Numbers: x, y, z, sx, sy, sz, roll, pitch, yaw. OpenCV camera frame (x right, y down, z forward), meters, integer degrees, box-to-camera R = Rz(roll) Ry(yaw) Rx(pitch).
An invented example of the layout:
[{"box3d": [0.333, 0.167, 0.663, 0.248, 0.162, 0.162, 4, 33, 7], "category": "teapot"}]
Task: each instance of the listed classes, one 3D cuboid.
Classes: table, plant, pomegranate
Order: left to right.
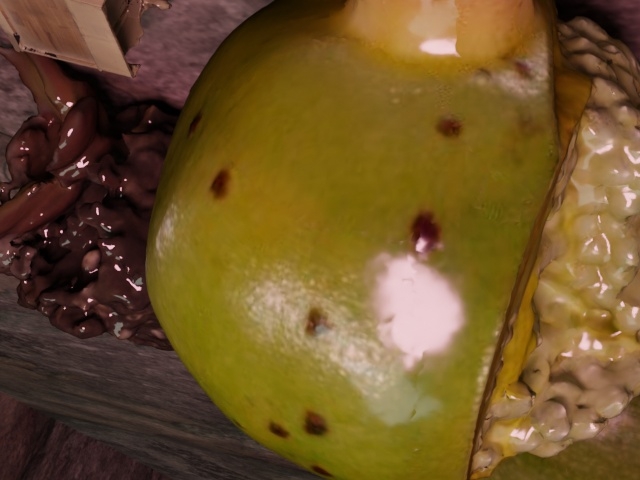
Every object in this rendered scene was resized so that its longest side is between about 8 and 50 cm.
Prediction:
[{"box3d": [-0.142, -0.148, 0.622, 0.083, 0.062, 0.079, 16, 159, 13], "category": "table"}, {"box3d": [-0.143, -0.017, 0.787, 0.234, 0.204, 0.178, 29, 156, -36], "category": "plant"}, {"box3d": [0.042, -0.036, 0.491, 0.260, 0.260, 0.340, 11, 128, 24], "category": "pomegranate"}]

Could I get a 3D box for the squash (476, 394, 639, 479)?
[{"box3d": [0.215, 0.218, 0.870, 0.309, 0.310, 0.310, 18, 159, 14], "category": "squash"}]
